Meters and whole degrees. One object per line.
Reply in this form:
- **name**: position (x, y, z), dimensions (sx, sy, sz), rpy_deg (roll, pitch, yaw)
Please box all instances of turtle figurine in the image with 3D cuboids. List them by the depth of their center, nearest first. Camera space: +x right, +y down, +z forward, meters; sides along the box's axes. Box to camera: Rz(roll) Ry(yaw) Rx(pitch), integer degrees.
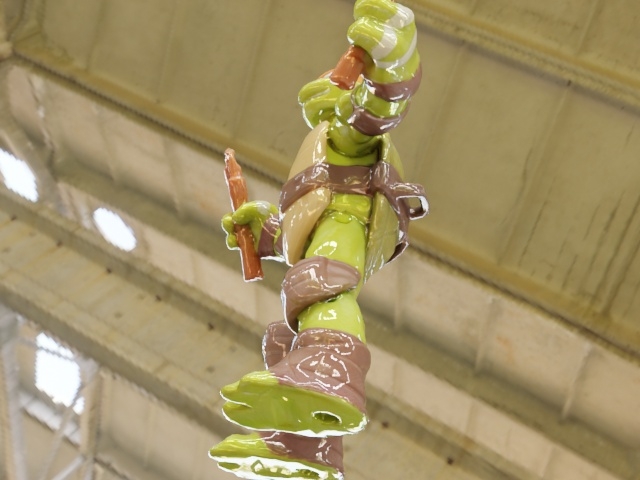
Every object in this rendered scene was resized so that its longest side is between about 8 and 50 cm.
- **turtle figurine**: position (0.000, 0.000, 0.469), dimensions (0.087, 0.217, 0.269), rpy_deg (18, -32, -15)
